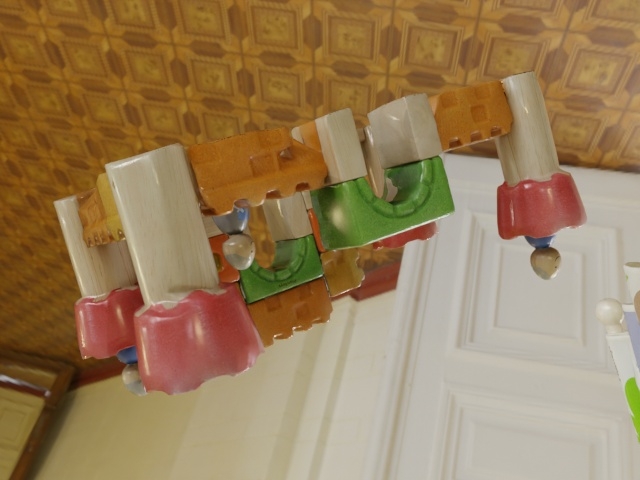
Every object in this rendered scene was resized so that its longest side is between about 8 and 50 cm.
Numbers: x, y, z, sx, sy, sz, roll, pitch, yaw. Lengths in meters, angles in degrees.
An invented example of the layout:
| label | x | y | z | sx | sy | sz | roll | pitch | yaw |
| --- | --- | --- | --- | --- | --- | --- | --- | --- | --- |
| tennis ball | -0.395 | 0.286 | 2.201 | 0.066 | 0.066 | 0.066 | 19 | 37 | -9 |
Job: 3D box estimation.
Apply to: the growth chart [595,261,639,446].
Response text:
| label | x | y | z | sx | sy | sz | roll | pitch | yaw |
| --- | --- | --- | --- | --- | --- | --- | --- | --- | --- |
| growth chart | 0.160 | 0.078 | 0.249 | 0.021 | 0.171 | 0.237 | -16 | 170 | 7 |

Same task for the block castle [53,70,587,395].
| label | x | y | z | sx | sy | sz | roll | pitch | yaw |
| --- | --- | --- | --- | --- | --- | --- | --- | --- | --- |
| block castle | 0.000 | 0.000 | 0.622 | 0.303 | 0.453 | 0.212 | -6 | 101 | 58 |
